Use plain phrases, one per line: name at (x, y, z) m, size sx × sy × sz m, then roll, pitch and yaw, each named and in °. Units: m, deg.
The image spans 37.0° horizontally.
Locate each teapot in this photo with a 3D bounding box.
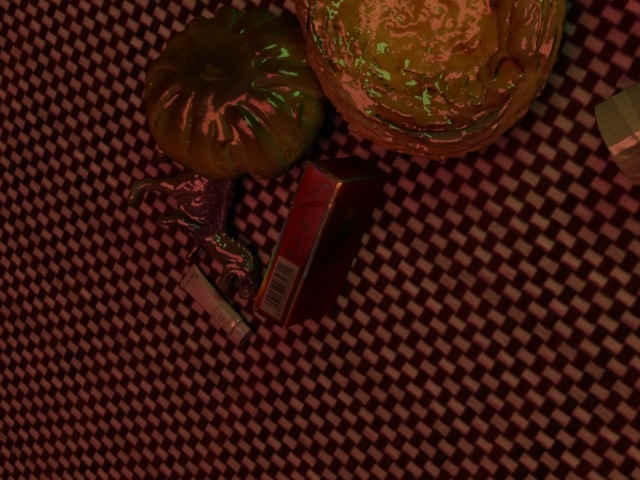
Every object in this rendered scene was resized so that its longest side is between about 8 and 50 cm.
teapot at (0.343, -0.116, 0.807) m, size 0.200 × 0.077 × 0.107 m, roll -30°, pitch 42°, yaw 30°

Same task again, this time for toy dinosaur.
toy dinosaur at (-0.110, -0.069, 1.104) m, size 0.199 × 0.072 × 0.251 m, roll 22°, pitch 96°, yaw 14°

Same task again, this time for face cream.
face cream at (-0.126, 0.078, 1.149) m, size 0.115 × 0.020 × 0.038 m, roll 45°, pitch 117°, yaw 19°

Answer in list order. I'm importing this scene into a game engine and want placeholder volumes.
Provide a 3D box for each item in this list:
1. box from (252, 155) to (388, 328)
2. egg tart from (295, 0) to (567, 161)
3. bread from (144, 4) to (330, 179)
box at (-0.001, -0.001, 1.014) m, size 0.048 × 0.112 × 0.175 m, roll 30°, pitch 110°, yaw 23°
egg tart at (0.104, -0.225, 0.929) m, size 0.290 × 0.107 × 0.291 m, roll 5°, pitch 103°, yaw 22°
bread at (-0.091, -0.163, 1.021) m, size 0.213 × 0.105 × 0.213 m, roll -8°, pitch 69°, yaw 20°
